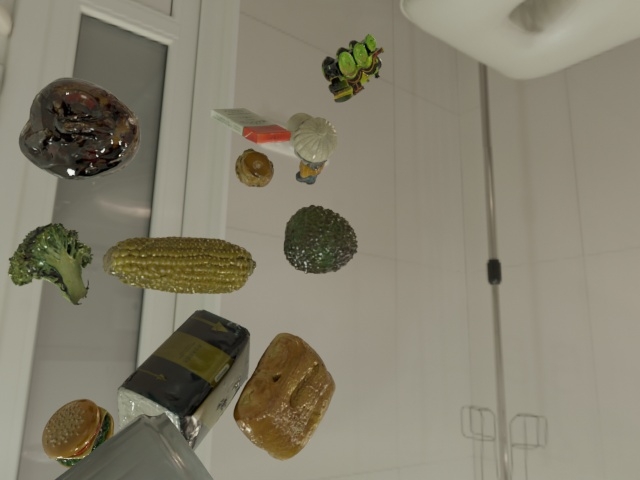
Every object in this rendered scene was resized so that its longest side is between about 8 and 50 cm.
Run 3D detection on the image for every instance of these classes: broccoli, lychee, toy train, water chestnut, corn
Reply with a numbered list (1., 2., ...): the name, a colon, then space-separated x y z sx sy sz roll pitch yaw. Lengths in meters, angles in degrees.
1. broccoli: -0.874 0.089 1.685 0.180 0.272 0.242 -13 -167 27
2. lychee: 0.000 0.000 1.158 0.171 0.171 0.171 1 167 0
3. toy train: 0.121 -0.597 1.797 0.101 0.296 0.160 -5 122 44
4. water chestnut: -0.612 -0.273 1.344 0.289 0.244 0.289 0 133 0
5. corn: -0.295 0.054 1.151 0.347 0.130 0.130 6 167 -38

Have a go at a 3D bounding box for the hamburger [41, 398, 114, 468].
1. hamburger: -0.583 0.462 1.257 0.162 0.162 0.115 -4 135 20

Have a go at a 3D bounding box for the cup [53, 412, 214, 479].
1. cup: -0.341 0.496 0.896 0.327 0.237 0.322 -35 146 -26

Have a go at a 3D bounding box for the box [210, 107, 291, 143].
1. box: -0.221 -0.364 1.645 0.245 0.035 0.139 33 -147 33

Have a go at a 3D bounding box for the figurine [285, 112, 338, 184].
1. figurine: -0.020 -0.351 2.091 0.205 0.185 0.332 16 153 20

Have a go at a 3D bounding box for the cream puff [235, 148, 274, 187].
1. cream puff: -0.219 -0.229 1.699 0.133 0.119 0.104 41 149 8

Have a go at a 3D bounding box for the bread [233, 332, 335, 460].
1. bread: -0.094 0.498 1.623 0.148 0.328 0.337 3 136 36

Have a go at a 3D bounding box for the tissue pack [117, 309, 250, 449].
1. tissue pack: -0.420 0.454 1.682 0.253 0.264 0.416 20 -146 13
